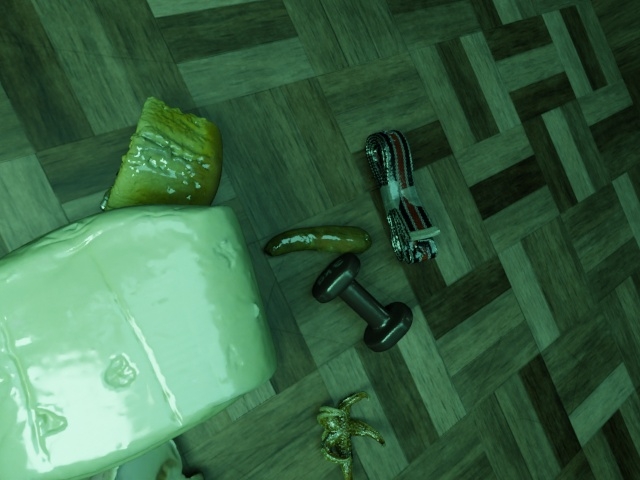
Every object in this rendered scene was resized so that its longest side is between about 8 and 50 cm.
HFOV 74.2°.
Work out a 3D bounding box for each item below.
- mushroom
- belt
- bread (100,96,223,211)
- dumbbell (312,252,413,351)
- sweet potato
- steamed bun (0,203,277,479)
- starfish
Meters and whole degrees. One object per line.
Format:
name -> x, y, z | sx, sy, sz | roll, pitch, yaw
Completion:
mushroom -> -0.343, 0.450, 0.766 | 0.236, 0.173, 0.162 | 44, 23, -51
belt -> 0.208, -0.116, 1.101 | 0.094, 0.126, 0.359 | -13, 81, -16
bread -> -0.294, -0.139, 0.852 | 0.204, 0.163, 0.261 | 20, 88, -32
dumbbell -> 0.098, 0.145, 0.994 | 0.225, 0.124, 0.140 | 43, 93, -12
sweet potato -> 0.000, 0.000, 1.011 | 0.274, 0.075, 0.075 | -1, 83, -22
steamed bun -> -0.329, 0.144, 0.721 | 0.456, 0.290, 0.370 | -17, 86, -17
starfish -> 0.070, 0.449, 0.968 | 0.147, 0.074, 0.189 | -5, 84, -24
